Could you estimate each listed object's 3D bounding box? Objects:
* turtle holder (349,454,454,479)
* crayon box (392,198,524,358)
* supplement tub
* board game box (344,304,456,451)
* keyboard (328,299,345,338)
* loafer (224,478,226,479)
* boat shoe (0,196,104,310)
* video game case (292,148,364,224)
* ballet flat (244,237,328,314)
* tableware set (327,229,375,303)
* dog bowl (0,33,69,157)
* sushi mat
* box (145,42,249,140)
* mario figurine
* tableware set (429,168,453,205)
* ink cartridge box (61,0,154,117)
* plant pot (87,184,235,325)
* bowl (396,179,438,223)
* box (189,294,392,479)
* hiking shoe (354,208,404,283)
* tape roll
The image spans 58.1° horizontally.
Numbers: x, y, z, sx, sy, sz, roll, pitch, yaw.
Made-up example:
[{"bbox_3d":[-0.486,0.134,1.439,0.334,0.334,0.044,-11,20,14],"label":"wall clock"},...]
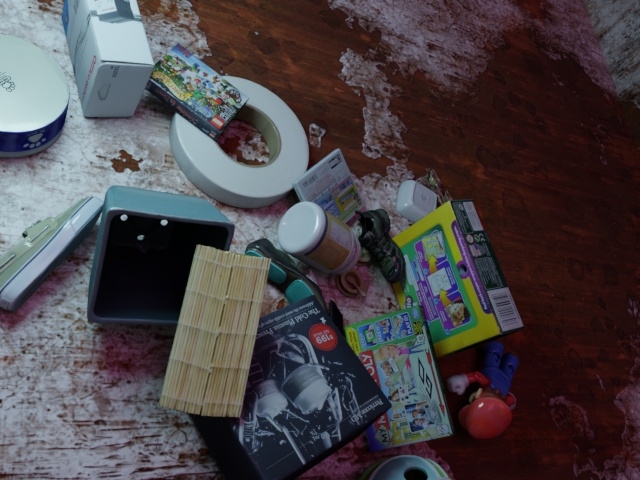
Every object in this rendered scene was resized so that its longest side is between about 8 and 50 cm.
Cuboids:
[{"bbox_3d":[0.174,0.605,1.275,0.320,0.227,0.243,8,63,-29],"label":"turtle holder"},{"bbox_3d":[0.340,0.119,1.569,0.106,0.313,0.363,-5,70,-34],"label":"crayon box"},{"bbox_3d":[0.000,0.000,1.496,0.200,0.144,0.144,32,49,-47],"label":"supplement tub"},{"bbox_3d":[0.192,0.342,1.437,0.046,0.213,0.317,28,45,-60],"label":"board game box"},{"bbox_3d":[0.041,0.249,1.468,0.180,0.023,0.108,-88,156,-44],"label":"keyboard"},{"bbox_3d":[-0.131,0.585,1.191,0.078,0.080,0.220,-8,71,-34],"label":"loafer"},{"bbox_3d":[-0.573,0.005,1.199,0.094,0.109,0.302,37,55,-8],"label":"boat shoe"},{"bbox_3d":[0.028,-0.130,1.644,0.212,0.023,0.193,-43,115,-39],"label":"video game case"},{"bbox_3d":[-0.070,0.094,1.475,0.280,0.095,0.096,45,40,-4],"label":"ballet flat"},{"bbox_3d":[0.102,0.069,1.623,0.128,0.039,0.194,29,54,-16],"label":"tableware set"},{"bbox_3d":[-0.705,-0.323,1.284,0.265,0.104,0.265,14,60,-25],"label":"dog bowl"},{"bbox_3d":[-0.197,0.171,1.101,0.151,0.019,0.316,14,75,-14],"label":"sushi mat"},{"bbox_3d":[-0.323,-0.388,1.501,0.233,0.044,0.159,36,53,-9],"label":"box"},{"bbox_3d":[0.459,0.428,1.636,0.198,0.170,0.320,16,38,19],"label":"mario figurine"},{"bbox_3d":[0.396,-0.167,1.898,0.141,0.020,0.169,61,23,-2],"label":"tableware set"},{"bbox_3d":[-0.523,-0.487,1.402,0.129,0.223,0.307,-7,71,-35],"label":"ink cartridge box"},{"bbox_3d":[-0.359,0.008,1.227,0.247,0.248,0.252,6,23,-29],"label":"plant pot"},{"bbox_3d":[0.318,-0.124,1.846,0.142,0.053,0.142,29,53,-17],"label":"bowl"},{"bbox_3d":[-0.084,0.334,1.244,0.343,0.179,0.312,-21,65,-37],"label":"box"},{"bbox_3d":[0.156,0.018,1.629,0.114,0.086,0.227,-2,65,-35],"label":"hiking shoe"},{"bbox_3d":[-0.214,-0.272,1.582,0.392,0.072,0.392,14,59,-25],"label":"tape roll"}]
